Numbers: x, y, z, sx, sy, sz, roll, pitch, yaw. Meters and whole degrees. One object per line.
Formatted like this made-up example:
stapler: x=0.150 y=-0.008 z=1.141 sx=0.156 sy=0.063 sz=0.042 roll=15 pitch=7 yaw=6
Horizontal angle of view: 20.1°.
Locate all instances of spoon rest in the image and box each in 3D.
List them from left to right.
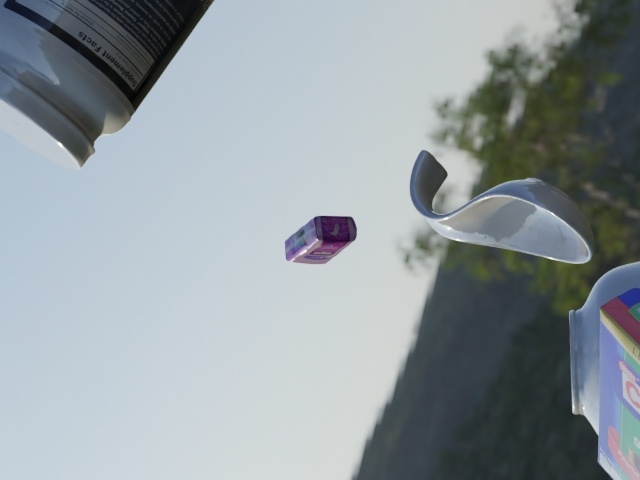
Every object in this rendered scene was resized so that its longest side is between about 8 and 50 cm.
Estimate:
spoon rest: x=0.199 y=-0.031 z=2.054 sx=0.137 sy=0.276 sz=0.084 roll=44 pitch=-104 yaw=-38

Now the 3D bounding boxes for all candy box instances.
candy box: x=0.425 y=0.221 z=1.947 sx=0.122 sy=0.268 sz=0.317 roll=-29 pitch=-37 yaw=-16

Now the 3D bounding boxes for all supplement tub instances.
supplement tub: x=-0.236 y=-0.229 z=1.842 sx=0.272 sy=0.191 sz=0.191 roll=-56 pitch=-11 yaw=-11

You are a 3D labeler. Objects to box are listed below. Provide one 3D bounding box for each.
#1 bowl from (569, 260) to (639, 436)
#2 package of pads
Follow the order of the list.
bowl: x=0.404 y=0.163 z=2.432 sx=0.298 sy=0.134 sz=0.298 roll=-3 pitch=-90 yaw=-82
package of pads: x=0.000 y=0.000 z=1.941 sx=0.083 sy=0.050 sz=0.032 roll=-38 pitch=56 yaw=58
